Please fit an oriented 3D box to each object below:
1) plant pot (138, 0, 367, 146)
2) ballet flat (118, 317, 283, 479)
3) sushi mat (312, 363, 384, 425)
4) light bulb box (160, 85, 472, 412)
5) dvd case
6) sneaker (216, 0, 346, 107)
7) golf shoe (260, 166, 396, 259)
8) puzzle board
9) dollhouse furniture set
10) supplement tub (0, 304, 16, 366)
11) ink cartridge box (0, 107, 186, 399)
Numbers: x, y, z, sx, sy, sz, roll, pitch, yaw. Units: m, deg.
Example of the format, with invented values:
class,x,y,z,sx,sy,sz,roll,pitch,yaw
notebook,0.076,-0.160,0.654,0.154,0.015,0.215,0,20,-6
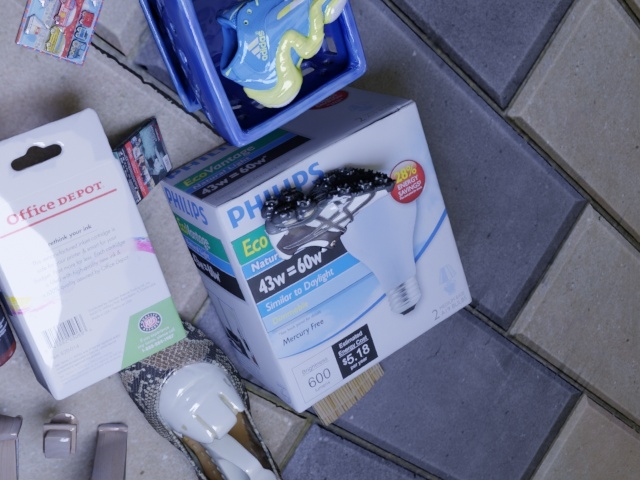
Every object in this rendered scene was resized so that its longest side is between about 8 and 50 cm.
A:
class,x,y,z,sx,sy,sz,roll,pitch,yaw
plant pot,-0.107,-0.299,1.292,0.236,0.212,0.235,-33,121,-20
ballet flat,-0.159,0.313,1.500,0.164,0.182,0.482,-36,123,-17
sushi mat,0.001,0.184,1.660,0.151,0.019,0.316,-40,125,-17
light bulb box,0.000,0.000,1.450,0.358,0.225,0.360,-31,117,-21
dvd case,-0.255,-0.114,1.341,0.119,0.013,0.087,-58,140,-52
sneaker,-0.049,-0.287,1.145,0.126,0.091,0.240,17,98,-36
golf shoe,0.014,-0.038,1.278,0.198,0.077,0.093,-19,122,-18
puzzle board,-0.346,-0.310,1.255,0.096,0.011,0.128,15,98,-36
dollhouse furniture set,-0.475,0.381,1.397,0.356,0.174,0.303,2,107,-9
supplement tub,-0.488,0.081,1.245,0.106,0.106,0.197,-25,119,-24
ink cartridge box,-0.351,0.012,1.284,0.207,0.119,0.353,-26,110,-24
